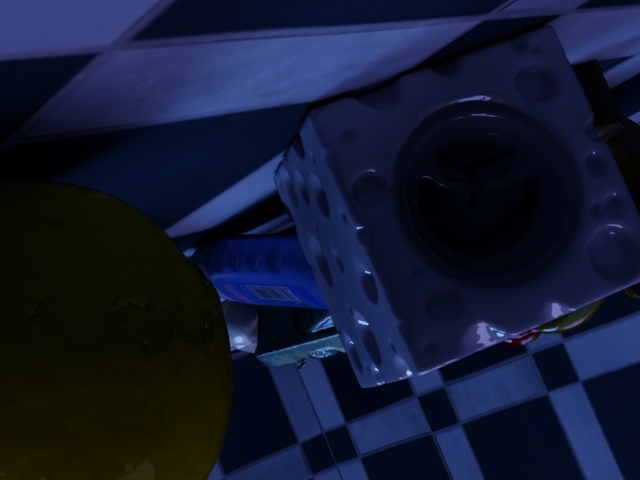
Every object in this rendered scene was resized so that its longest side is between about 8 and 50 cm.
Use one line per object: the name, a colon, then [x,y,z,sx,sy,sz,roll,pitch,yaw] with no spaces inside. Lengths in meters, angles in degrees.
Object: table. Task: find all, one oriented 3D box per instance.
table: [0.275,-0.145,1.267,0.082,0.083,0.070,-12,167,-23]

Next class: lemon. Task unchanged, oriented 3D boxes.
lemon: [-0.202,0.094,0.741,0.297,0.297,0.297,-22,173,-3]

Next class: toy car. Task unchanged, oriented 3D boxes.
toy car: [0.055,0.063,1.407,0.320,0.141,0.097,-17,145,27]

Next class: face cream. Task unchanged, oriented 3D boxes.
face cream: [-0.051,0.036,1.335,0.264,0.083,0.149,0,164,45]

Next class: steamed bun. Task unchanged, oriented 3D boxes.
steamed bun: [-0.131,0.091,1.560,0.183,0.106,0.183,16,176,1]

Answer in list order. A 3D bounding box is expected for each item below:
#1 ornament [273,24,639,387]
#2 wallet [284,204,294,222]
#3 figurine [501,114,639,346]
ornament: [0.121,-0.020,1.057,0.240,0.239,0.240,-21,173,-13]
wallet: [0.092,-0.053,1.401,0.252,0.083,0.360,-18,175,3]
figurine: [0.329,-0.023,1.557,0.401,0.268,0.387,-9,-164,8]
